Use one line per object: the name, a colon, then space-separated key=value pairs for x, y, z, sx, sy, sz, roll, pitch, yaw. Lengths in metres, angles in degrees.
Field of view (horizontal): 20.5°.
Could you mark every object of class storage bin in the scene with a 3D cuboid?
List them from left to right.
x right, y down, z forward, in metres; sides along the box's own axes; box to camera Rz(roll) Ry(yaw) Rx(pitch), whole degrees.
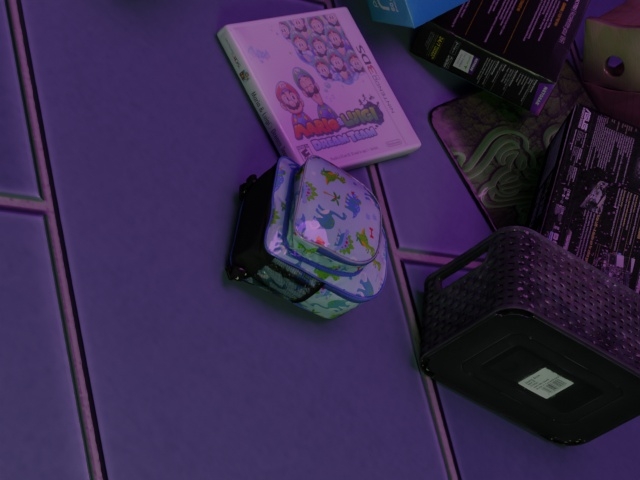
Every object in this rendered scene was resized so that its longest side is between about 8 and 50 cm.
storage bin: x=0.180 y=0.081 z=1.428 sx=0.180 sy=0.122 sz=0.084 roll=30 pitch=46 yaw=-26

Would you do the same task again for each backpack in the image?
backpack: x=0.000 y=0.000 z=1.342 sx=0.114 sy=0.084 sz=0.105 roll=31 pitch=48 yaw=-28

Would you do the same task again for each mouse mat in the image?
mouse mat: x=0.199 y=-0.082 z=1.613 sx=0.189 sy=0.007 sz=0.153 roll=-26 pitch=81 yaw=-34

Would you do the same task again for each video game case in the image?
video game case: x=0.001 y=-0.125 z=1.478 sx=0.157 sy=0.019 sz=0.143 roll=-17 pitch=76 yaw=-48

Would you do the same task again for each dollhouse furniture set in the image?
dollhouse furniture set: x=0.359 y=-0.151 z=1.683 sx=0.129 sy=0.183 sz=0.129 roll=-33 pitch=130 yaw=-49

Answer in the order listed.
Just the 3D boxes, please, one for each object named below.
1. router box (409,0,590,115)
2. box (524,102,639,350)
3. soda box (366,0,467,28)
router box: x=0.172 y=-0.207 z=1.644 sx=0.133 sy=0.046 sz=0.179 roll=27 pitch=44 yaw=2
box: x=0.258 y=-0.008 z=1.539 sx=0.147 sy=0.077 sz=0.180 roll=21 pitch=58 yaw=-3
soda box: x=0.058 y=-0.294 z=1.526 sx=0.067 sy=0.071 sz=0.210 roll=-30 pitch=116 yaw=-21
